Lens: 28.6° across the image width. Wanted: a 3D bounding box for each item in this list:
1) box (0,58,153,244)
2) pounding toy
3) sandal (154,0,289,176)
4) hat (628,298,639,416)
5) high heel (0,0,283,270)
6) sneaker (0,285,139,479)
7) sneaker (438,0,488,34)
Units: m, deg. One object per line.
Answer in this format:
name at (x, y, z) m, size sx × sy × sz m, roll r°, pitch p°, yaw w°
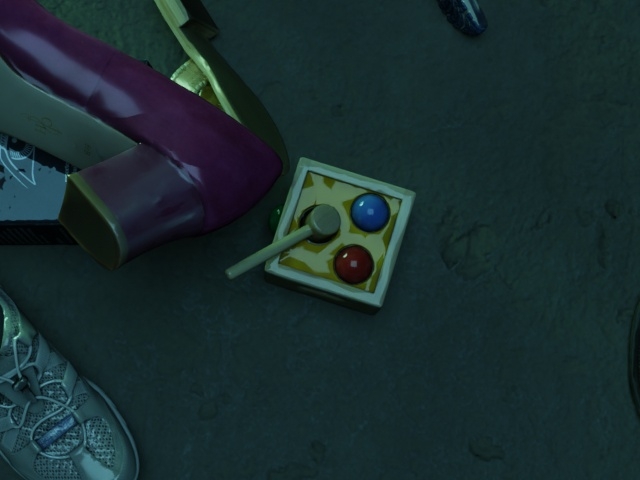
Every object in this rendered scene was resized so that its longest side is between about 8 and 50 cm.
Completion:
box at (-0.253, -0.078, 1.131) m, size 0.207 × 0.108 × 0.153 m, roll 1°, pitch 80°, yaw -2°
pounding toy at (0.000, 0.000, 1.133) m, size 0.141 × 0.100 × 0.130 m, roll 17°, pitch 80°, yaw 0°
sandal at (-0.113, -0.135, 1.165) m, size 0.079 × 0.088 × 0.240 m, roll -35°, pitch 69°, yaw 17°
hat at (0.450, 0.090, 1.123) m, size 0.331 × 0.134 × 0.331 m, roll 1°, pitch 81°, yaw -3°
high heel at (-0.204, -0.147, 1.060) m, size 0.181 × 0.127 × 0.377 m, roll -29°, pitch 76°, yaw -36°
sneaker at (-0.272, 0.125, 1.093) m, size 0.105 × 0.115 × 0.281 m, roll -43°, pitch 85°, yaw -8°
sneaker at (0.134, -0.264, 1.210) m, size 0.058 × 0.052 × 0.135 m, roll -25°, pitch 83°, yaw -10°
